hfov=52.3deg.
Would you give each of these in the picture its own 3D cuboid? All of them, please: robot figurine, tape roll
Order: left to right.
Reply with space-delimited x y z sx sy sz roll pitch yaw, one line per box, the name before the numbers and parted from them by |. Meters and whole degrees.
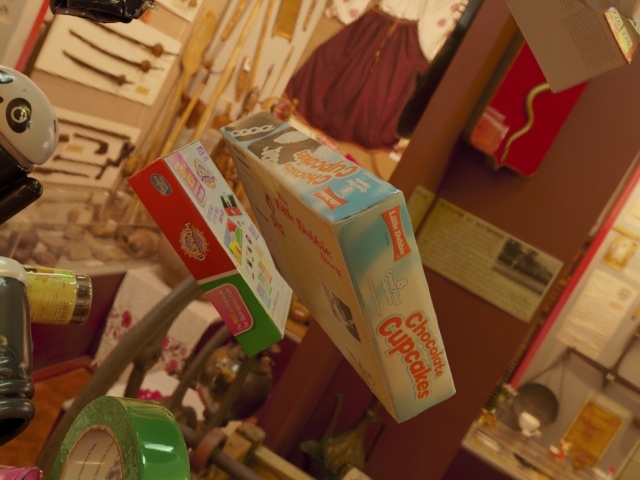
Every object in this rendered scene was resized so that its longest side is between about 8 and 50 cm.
robot figurine | -0.531 -0.142 0.967 0.173 0.278 0.209 52 -7 46
tape roll | -0.301 0.388 0.928 0.077 0.321 0.321 19 12 -39

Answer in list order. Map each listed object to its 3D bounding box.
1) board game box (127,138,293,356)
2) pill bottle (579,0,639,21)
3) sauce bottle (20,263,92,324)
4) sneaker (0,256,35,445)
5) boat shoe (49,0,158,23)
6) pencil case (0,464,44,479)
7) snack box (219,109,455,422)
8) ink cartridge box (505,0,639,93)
board game box | -0.158 -0.001 1.044 0.316 0.064 0.242 58 9 -11
pill bottle | 0.237 -0.235 0.555 0.065 0.065 0.116 16 29 -54
sauce bottle | -0.607 0.093 1.207 0.345 0.111 0.111 11 17 -37
sneaker | -0.346 0.124 0.459 0.104 0.296 0.146 102 -35 -62
boat shoe | -0.266 -0.403 0.978 0.127 0.158 0.341 5 13 42
pencil case | -0.527 0.383 1.005 0.209 0.095 0.098 0 17 17
snack box | 0.000 0.000 0.605 0.322 0.060 0.187 44 -23 60
ink cartridge box | 0.400 -0.444 1.040 0.130 0.272 0.309 -17 -66 47
